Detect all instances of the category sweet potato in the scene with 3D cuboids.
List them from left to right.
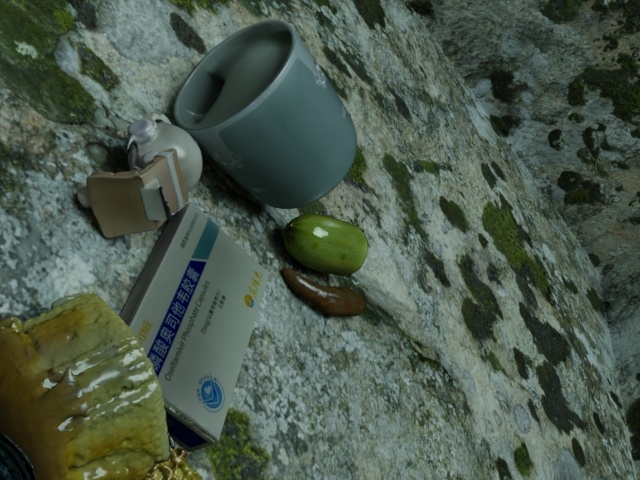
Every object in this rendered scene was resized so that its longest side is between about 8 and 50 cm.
[{"bbox_3d":[0.024,0.116,1.383,0.255,0.058,0.078,23,32,-43],"label":"sweet potato"}]

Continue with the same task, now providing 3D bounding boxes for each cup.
[{"bbox_3d":[-0.109,-0.238,1.305,0.274,0.259,0.357,48,-2,-40],"label":"cup"}]

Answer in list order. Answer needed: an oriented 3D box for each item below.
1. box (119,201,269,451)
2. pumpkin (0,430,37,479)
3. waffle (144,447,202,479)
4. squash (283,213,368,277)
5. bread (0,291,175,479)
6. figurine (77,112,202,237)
[{"bbox_3d":[-0.197,0.120,1.042,0.200,0.065,0.343,46,35,-26],"label":"box"},{"bbox_3d":[-0.350,0.248,0.557,0.233,0.233,0.162,-35,102,-59],"label":"pumpkin"},{"bbox_3d":[-0.217,0.338,0.871,0.191,0.038,0.191,36,39,-36],"label":"waffle"},{"bbox_3d":[0.000,0.000,1.375,0.187,0.123,0.123,20,51,-49],"label":"squash"},{"bbox_3d":[-0.270,0.178,0.774,0.174,0.133,0.251,-21,82,-35],"label":"bread"},{"bbox_3d":[-0.267,-0.107,1.073,0.236,0.141,0.162,-73,156,-52],"label":"figurine"}]
